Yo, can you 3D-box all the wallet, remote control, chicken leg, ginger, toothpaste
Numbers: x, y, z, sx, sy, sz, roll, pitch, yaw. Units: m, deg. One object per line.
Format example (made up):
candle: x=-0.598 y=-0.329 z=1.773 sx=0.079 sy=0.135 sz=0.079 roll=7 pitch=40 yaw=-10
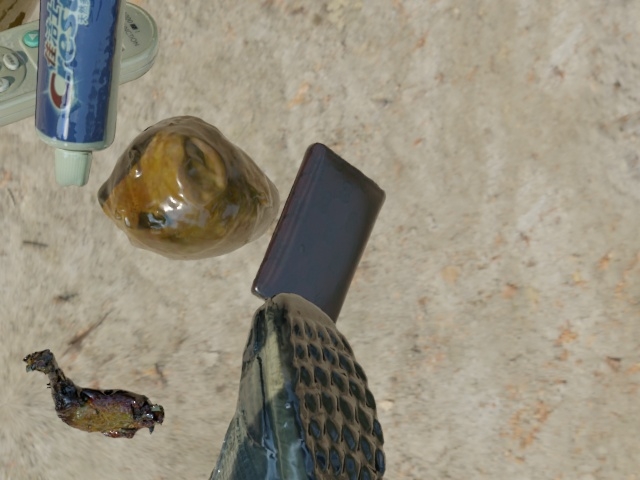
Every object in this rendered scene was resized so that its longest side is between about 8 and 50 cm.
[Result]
wallet: x=0.000 y=0.000 z=1.461 sx=0.182 sy=0.049 sz=0.229 roll=34 pitch=73 yaw=-47
remote control: x=-0.235 y=-0.138 z=0.869 sx=0.221 sy=0.042 sz=0.078 roll=-24 pitch=62 yaw=-25
chicken leg: x=-0.330 y=0.225 z=1.516 sx=0.253 sy=0.106 sz=0.051 roll=36 pitch=33 yaw=-41
ginger: x=-0.191 y=-0.061 z=1.627 sx=0.269 sy=0.200 sz=0.223 roll=48 pitch=42 yaw=-25
toothpaste: x=-0.132 y=-0.151 z=0.602 sx=0.047 sy=0.069 sz=0.268 roll=-13 pitch=126 yaw=-37

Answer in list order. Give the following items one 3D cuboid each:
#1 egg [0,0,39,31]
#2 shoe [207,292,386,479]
egg: x=-0.443 y=-0.298 z=1.126 sx=0.282 sy=0.282 sz=0.351 roll=44 pitch=109 yaw=-6
shoe: x=-0.047 y=0.215 z=0.829 sx=0.132 sy=0.171 sz=0.336 roll=22 pitch=58 yaw=-55
